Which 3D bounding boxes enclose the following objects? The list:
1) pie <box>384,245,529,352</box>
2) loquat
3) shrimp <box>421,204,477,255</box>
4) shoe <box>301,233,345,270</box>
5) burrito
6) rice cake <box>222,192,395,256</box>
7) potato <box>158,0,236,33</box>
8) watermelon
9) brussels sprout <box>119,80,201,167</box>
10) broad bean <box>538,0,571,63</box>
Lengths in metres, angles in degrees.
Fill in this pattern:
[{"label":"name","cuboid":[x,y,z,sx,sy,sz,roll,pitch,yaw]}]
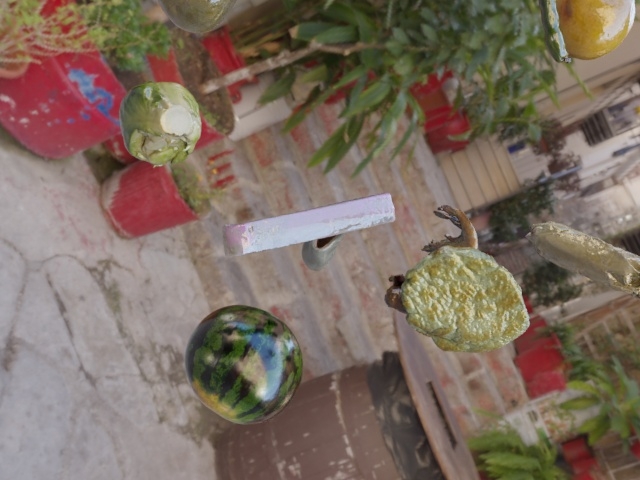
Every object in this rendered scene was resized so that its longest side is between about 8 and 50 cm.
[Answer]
[{"label":"pie","cuboid":[0.299,0.131,1.397,0.274,0.257,0.105,41,34,-9]},{"label":"loquat","cuboid":[0.639,-0.530,1.565,0.208,0.208,0.207,-23,90,-80]},{"label":"shrimp","cuboid":[0.333,-0.017,1.761,0.219,0.046,0.152,-13,-80,61]},{"label":"shoe","cuboid":[0.000,0.000,1.458,0.079,0.195,0.078,47,39,14]},{"label":"burrito","cuboid":[0.340,0.022,0.819,0.188,0.045,0.058,29,-58,42]},{"label":"rice cake","cuboid":[-0.009,-0.035,1.330,0.064,0.399,0.070,-6,-84,62]},{"label":"potato","cuboid":[-0.221,-0.503,1.206,0.160,0.178,0.234,6,92,-67]},{"label":"watermelon","cuboid":[-0.164,0.268,1.427,0.269,0.269,0.268,-23,90,-80]},{"label":"brussels sprout","cuboid":[-0.295,-0.222,1.201,0.131,0.183,0.145,16,64,-37]},{"label":"broad bean","cuboid":[0.498,-0.506,1.412,0.052,0.053,0.256,-69,148,-83]}]
